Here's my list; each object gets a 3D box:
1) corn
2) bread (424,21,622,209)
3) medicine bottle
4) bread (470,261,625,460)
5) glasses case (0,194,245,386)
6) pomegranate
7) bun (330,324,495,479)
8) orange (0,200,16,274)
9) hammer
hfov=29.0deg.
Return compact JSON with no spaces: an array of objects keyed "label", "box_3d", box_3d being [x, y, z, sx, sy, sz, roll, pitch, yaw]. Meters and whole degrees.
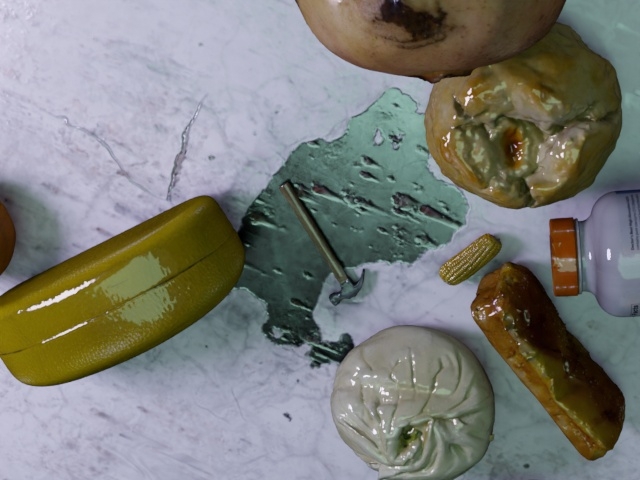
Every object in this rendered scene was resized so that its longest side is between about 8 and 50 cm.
[{"label":"corn","box_3d":[0.195,0.026,1.613,0.092,0.037,0.037,-40,101,17]},{"label":"bread","box_3d":[0.245,-0.144,1.483,0.244,0.134,0.244,3,116,7]},{"label":"medicine bottle","box_3d":[0.427,0.013,1.507,0.289,0.157,0.157,-3,112,10]},{"label":"bread","box_3d":[0.299,0.156,1.597,0.077,0.139,0.271,-31,103,29]},{"label":"glasses case","box_3d":[-0.273,0.082,1.629,0.371,0.173,0.141,-25,103,17]},{"label":"pomegranate","box_3d":[0.118,-0.312,1.340,0.322,0.322,0.322,3,112,7]},{"label":"bun","box_3d":[0.125,0.231,1.652,0.229,0.145,0.229,4,115,10]},{"label":"orange","box_3d":[-0.487,-0.006,1.655,0.156,0.124,0.156,-3,107,-8]},{"label":"hammer","box_3d":[0.000,0.000,1.642,0.062,0.017,0.182,-27,105,17]}]
